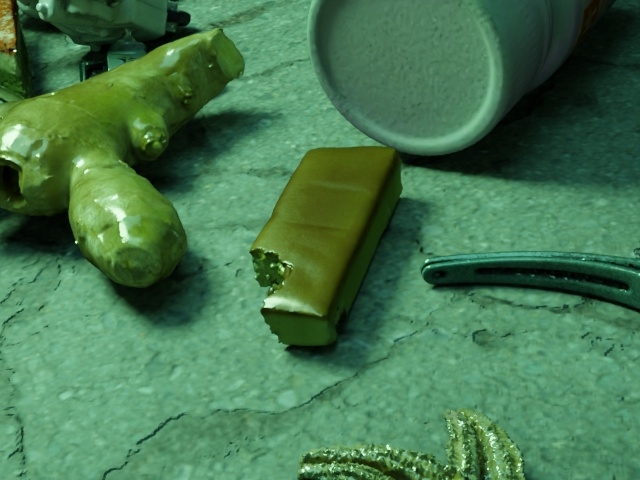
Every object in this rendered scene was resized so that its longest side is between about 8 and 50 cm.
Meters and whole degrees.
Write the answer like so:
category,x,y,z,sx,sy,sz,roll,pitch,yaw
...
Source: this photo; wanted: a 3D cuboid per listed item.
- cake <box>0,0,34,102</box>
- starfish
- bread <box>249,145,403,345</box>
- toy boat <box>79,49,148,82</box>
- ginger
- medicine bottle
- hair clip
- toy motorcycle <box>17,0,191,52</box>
category,x,y,z,sx,sy,sz,roll,pitch,yaw
cake,-0.345,-0.222,1.307,0.220,0.086,0.117,23,46,40
starfish,0.093,0.171,0.656,0.241,0.043,0.227,7,38,16
bread,0.000,0.000,0.930,0.088,0.049,0.226,5,36,19
toy boat,-0.177,-0.167,1.218,0.141,0.060,0.055,-6,57,-7
ginger,-0.254,-0.084,1.062,0.363,0.122,0.348,1,30,15
medicine bottle,0.165,-0.255,1.122,0.219,0.219,0.388,12,38,28
hair clip,0.184,0.031,0.862,0.230,0.039,0.070,6,35,29
toy motorcycle,-0.251,-0.257,1.277,0.171,0.110,0.260,5,4,15
